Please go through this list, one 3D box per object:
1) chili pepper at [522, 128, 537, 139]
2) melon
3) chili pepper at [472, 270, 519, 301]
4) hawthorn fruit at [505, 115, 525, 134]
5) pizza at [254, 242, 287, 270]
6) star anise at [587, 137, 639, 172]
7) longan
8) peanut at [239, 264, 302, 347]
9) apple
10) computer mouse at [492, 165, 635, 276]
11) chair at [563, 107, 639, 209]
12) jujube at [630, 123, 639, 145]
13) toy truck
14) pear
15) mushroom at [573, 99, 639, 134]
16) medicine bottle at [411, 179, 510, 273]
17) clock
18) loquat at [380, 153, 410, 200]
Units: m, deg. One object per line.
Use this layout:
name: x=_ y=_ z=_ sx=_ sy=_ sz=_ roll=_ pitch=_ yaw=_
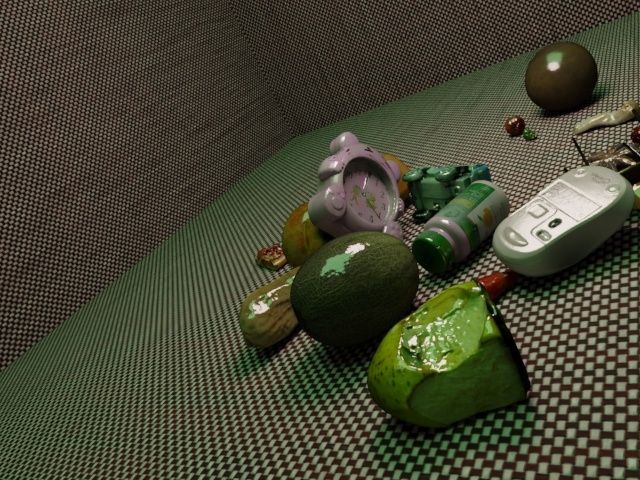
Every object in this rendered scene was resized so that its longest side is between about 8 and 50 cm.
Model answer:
chili pepper: x=0.730 y=-0.369 z=1.912 sx=0.030 sy=0.034 sz=0.091 roll=8 pitch=21 yaw=-2
melon: x=0.082 y=0.102 z=1.228 sx=0.301 sy=0.238 sz=0.237 roll=-28 pitch=19 yaw=-17
chili pepper: x=0.307 y=0.128 z=1.135 sx=0.272 sy=0.064 sz=0.071 roll=-28 pitch=47 yaw=-25
hawthorn fruit: x=0.710 y=-0.418 z=1.998 sx=0.077 sy=0.077 sz=0.077 roll=-24 pitch=20 yaw=9
pizza: x=-0.171 y=0.049 z=1.959 sx=0.193 sy=0.053 sz=0.201 roll=-18 pitch=22 yaw=24
star anise: x=0.736 y=-0.188 z=1.394 sx=0.182 sy=0.065 sz=0.195 roll=-29 pitch=23 yaw=8
longan: x=0.870 y=-0.587 z=1.980 sx=0.257 sy=0.258 sz=0.258 roll=-24 pitch=20 yaw=9
peanut: x=-0.098 y=0.164 z=1.442 sx=0.291 sy=0.143 sz=0.159 roll=-35 pitch=31 yaw=-27
apple: x=0.000 y=0.000 z=1.680 sx=0.246 sy=0.246 sz=0.226 roll=-33 pitch=2 yaw=-17
computer mouse: x=0.511 y=-0.026 z=1.153 sx=0.296 sy=0.121 sz=0.184 roll=-37 pitch=30 yaw=-1
chair: x=0.682 y=-0.139 z=1.209 sx=0.158 sy=0.172 sz=0.247 roll=-24 pitch=63 yaw=6
jujube: x=0.871 y=-0.276 z=1.393 sx=0.104 sy=0.104 sz=0.165 roll=-37 pitch=17 yaw=-27
toy truck: x=0.374 y=-0.148 z=1.626 sx=0.156 sy=0.155 sz=0.278 roll=-25 pitch=17 yaw=-24
pear: x=0.201 y=0.193 z=0.967 sx=0.255 sy=0.164 sz=0.238 roll=-24 pitch=22 yaw=10
mushroom: x=0.883 y=-0.378 z=1.704 sx=0.202 sy=0.054 sz=0.059 roll=-16 pitch=16 yaw=44
medicine bottle: x=0.351 y=-0.032 z=1.382 sx=0.274 sy=0.134 sz=0.133 roll=-37 pitch=22 yaw=-27
clock: x=0.116 y=-0.135 z=1.582 sx=0.113 sy=0.295 sz=0.322 roll=-28 pitch=41 yaw=48
loquat: x=0.204 y=-0.186 z=1.878 sx=0.238 sy=0.193 sz=0.238 roll=-40 pitch=27 yaw=25
